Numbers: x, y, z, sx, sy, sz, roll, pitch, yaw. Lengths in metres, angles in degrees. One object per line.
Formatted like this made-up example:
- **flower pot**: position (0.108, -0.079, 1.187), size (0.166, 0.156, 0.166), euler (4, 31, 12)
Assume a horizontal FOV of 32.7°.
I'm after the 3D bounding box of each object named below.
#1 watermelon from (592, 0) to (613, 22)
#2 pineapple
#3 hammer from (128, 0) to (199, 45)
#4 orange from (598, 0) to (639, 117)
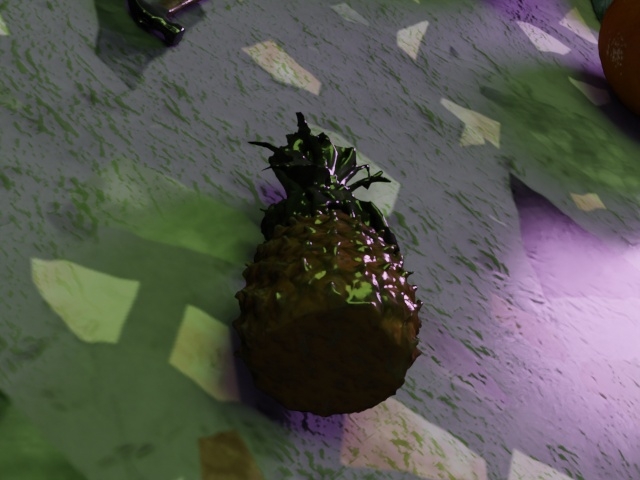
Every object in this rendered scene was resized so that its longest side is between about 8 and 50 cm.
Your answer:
- **watermelon**: position (0.481, -0.284, 1.443), size (0.241, 0.094, 0.154), euler (28, 43, -11)
- **pineapple**: position (0.000, 0.000, 0.710), size (0.125, 0.125, 0.251), euler (22, 30, -14)
- **hammer**: position (-0.111, -0.219, 0.963), size (0.062, 0.017, 0.182), euler (35, 34, 3)
- **orange**: position (0.416, -0.202, 1.212), size (0.224, 0.170, 0.224), euler (13, 20, -5)
